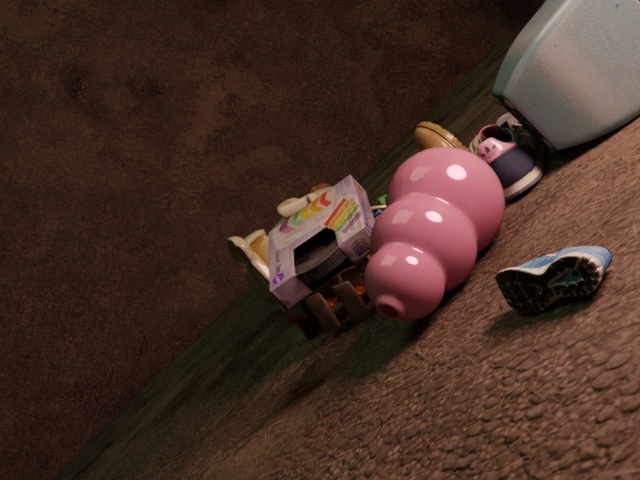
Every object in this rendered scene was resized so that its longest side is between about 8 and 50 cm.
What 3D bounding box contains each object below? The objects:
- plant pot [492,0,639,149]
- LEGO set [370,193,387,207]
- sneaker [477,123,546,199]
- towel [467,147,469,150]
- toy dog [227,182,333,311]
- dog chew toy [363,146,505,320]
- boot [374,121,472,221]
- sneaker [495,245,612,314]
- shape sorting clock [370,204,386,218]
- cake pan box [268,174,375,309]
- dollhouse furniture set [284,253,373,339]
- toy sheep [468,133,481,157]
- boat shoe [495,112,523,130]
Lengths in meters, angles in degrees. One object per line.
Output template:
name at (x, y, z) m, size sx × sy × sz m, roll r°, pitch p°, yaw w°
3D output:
plant pot at (0.465, -0.310, 1.193) m, size 0.252 × 0.248 × 0.247 m, roll -45°, pitch 7°, yaw 14°
LEGO set at (0.201, -0.089, 1.782) m, size 0.227 × 0.087 × 0.093 m, roll -23°, pitch 14°, yaw -5°
sneaker at (0.385, -0.197, 1.324) m, size 0.112 × 0.131 × 0.319 m, roll -38°, pitch 8°, yaw 25°
towel at (0.353, -0.170, 1.660) m, size 0.282 × 0.049 × 0.187 m, roll -44°, pitch 9°, yaw -20°
toy dog at (-0.025, 0.009, 1.915) m, size 0.408 × 0.284 × 0.395 m, roll -43°, pitch -13°, yaw -17°
dog chew toy at (0.178, -0.005, 1.081) m, size 0.207 × 0.206 × 0.332 m, roll -31°, pitch 20°, yaw 54°
boot at (0.215, -0.114, 1.415) m, size 0.269 × 0.236 × 0.089 m, roll -41°, pitch -26°, yaw -13°
sneaker at (0.288, 0.045, 0.794) m, size 0.073 × 0.063 × 0.162 m, roll -26°, pitch 2°, yaw -34°
shape sorting clock at (0.139, -0.033, 1.529) m, size 0.206 × 0.206 × 0.040 m, roll -35°, pitch 48°, yaw 43°
cake pan box at (0.000, 0.000, 1.386) m, size 0.246 × 0.070 × 0.267 m, roll -36°, pitch 27°, yaw 16°
dollhouse furniture set at (0.047, 0.115, 1.444) m, size 0.259 × 0.135 × 0.262 m, roll -24°, pitch 16°, yaw 31°
toy sheep at (0.386, -0.201, 1.506) m, size 0.091 × 0.091 × 0.132 m, roll -44°, pitch -26°, yaw -19°
boat shoe at (0.500, -0.306, 1.641) m, size 0.063 × 0.066 × 0.184 m, roll -59°, pitch 15°, yaw -19°
